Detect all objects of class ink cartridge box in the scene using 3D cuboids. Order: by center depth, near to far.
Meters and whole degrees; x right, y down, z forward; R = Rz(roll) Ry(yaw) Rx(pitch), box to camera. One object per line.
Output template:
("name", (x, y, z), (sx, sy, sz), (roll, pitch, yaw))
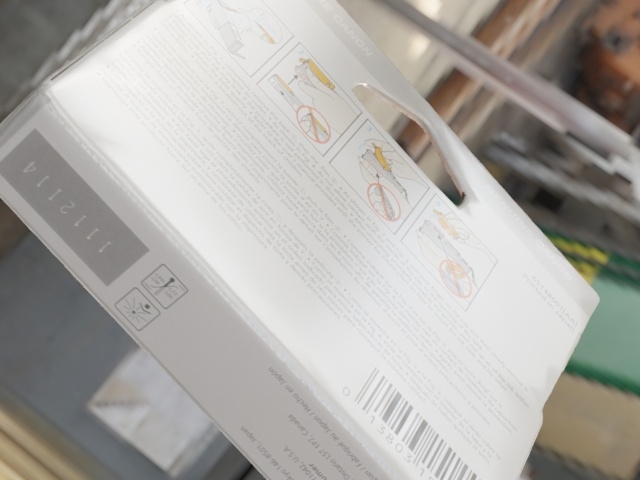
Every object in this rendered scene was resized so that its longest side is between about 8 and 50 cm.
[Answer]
("ink cartridge box", (0.000, 0.000, 0.936), (0.066, 0.296, 0.261), (-39, -173, 33))
